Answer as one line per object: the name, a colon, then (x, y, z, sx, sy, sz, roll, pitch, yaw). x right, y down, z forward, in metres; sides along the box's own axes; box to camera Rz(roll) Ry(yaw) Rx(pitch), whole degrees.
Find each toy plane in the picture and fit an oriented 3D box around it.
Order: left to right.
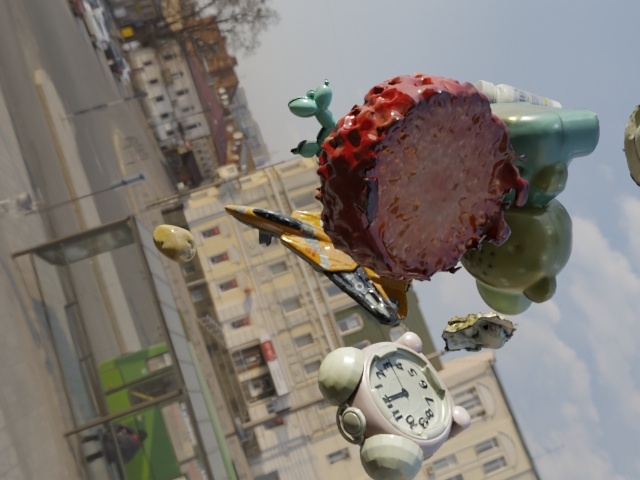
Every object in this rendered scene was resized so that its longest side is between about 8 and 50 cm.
toy plane: (0.000, 0.008, 0.970, 0.103, 0.315, 0.204, 87, 20, -53)

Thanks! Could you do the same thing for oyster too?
oyster: (0.435, 0.242, 1.691, 0.223, 0.214, 0.083, -46, -134, 48)

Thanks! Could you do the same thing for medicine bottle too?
medicine bottle: (0.415, -0.276, 1.344, 0.103, 0.186, 0.103, -164, -90, -81)

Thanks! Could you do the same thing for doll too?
doll: (0.006, -0.219, 1.189, 0.159, 0.158, 0.059, -63, 177, 19)
doll: (0.272, -0.054, 0.869, 0.177, 0.161, 0.261, 32, -53, 58)

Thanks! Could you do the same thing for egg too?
egg: (0.523, 0.124, 1.771, 0.149, 0.149, 0.192, 82, -16, -51)

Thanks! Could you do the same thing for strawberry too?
strawberry: (0.062, -0.042, 0.418, 0.086, 0.145, 0.145, 19, -50, 54)

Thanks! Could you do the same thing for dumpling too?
dumpling: (0.755, -0.194, 1.383, 0.172, 0.142, 0.247, 121, -32, -42)

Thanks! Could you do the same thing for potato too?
potato: (-0.274, 0.005, 1.170, 0.068, 0.083, 0.062, -75, -175, -68)

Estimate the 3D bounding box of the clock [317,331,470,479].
clock: (0.173, 0.401, 1.529, 0.342, 0.325, 0.184, 53, -56, 24)
